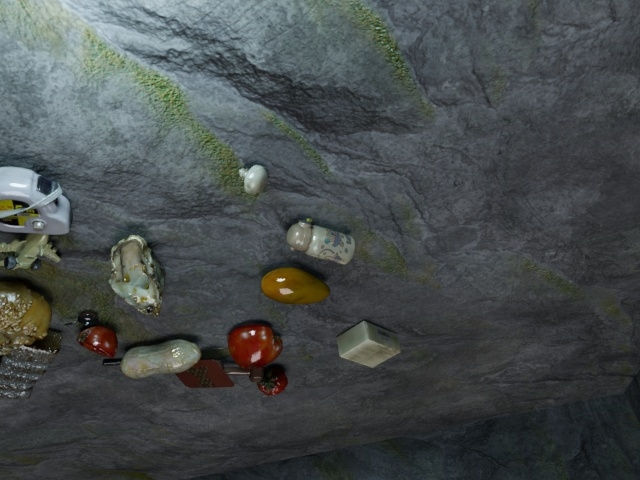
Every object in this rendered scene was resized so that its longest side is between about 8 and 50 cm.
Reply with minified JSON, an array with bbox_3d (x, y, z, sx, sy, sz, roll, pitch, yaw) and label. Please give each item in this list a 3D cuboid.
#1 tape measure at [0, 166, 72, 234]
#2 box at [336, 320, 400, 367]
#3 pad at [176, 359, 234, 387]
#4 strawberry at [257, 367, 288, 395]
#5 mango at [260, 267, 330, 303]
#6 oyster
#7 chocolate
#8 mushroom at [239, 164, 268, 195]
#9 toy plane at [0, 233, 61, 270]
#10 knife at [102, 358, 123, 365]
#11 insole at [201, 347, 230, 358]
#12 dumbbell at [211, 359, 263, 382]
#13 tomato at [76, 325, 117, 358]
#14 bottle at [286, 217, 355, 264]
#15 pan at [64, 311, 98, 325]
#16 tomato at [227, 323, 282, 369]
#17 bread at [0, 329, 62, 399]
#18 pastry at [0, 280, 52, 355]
[{"bbox_3d":[-0.755,-0.098,1.327,0.236,0.120,0.197,2,146,-21],"label":"tape measure"},{"bbox_3d":[0.199,0.431,2.193,0.168,0.095,0.212,-35,135,30],"label":"box"},{"bbox_3d":[-0.491,0.548,2.171,0.267,0.004,0.181,-9,125,28],"label":"pad"},{"bbox_3d":[-0.207,0.628,2.330,0.131,0.131,0.148,-16,134,8],"label":"strawberry"},{"bbox_3d":[-0.077,0.157,1.785,0.253,0.113,0.138,12,137,-27],"label":"mango"},{"bbox_3d":[-0.554,0.105,1.632,0.166,0.110,0.341,-18,138,2],"label":"oyster"},{"bbox_3d":[-0.614,0.454,2.027,0.309,0.134,0.134,-10,141,1],"label":"chocolate"},{"bbox_3d":[-0.183,-0.165,1.413,0.079,0.085,0.085,24,142,13],"label":"mushroom"},{"bbox_3d":[-0.820,0.031,1.480,0.244,0.092,0.229,-23,160,34],"label":"toy plane"},{"bbox_3d":[-0.748,0.497,2.141,0.245,0.019,0.072,1,141,-16],"label":"knife"},{"bbox_3d":[-0.485,0.468,2.168,0.253,0.005,0.086,-4,140,-7],"label":"insole"},{"bbox_3d":[-0.356,0.550,2.234,0.230,0.082,0.092,5,138,-18],"label":"dumbbell"},{"bbox_3d":[-0.791,0.355,1.904,0.159,0.091,0.139,-5,140,40],"label":"tomato"},{"bbox_3d":[0.000,0.000,1.627,0.209,0.097,0.110,17,102,-28],"label":"bottle"},{"bbox_3d":[-0.831,0.273,1.843,0.115,0.023,0.068,-11,142,-3],"label":"pan"},{"bbox_3d":[-0.257,0.430,2.063,0.200,0.140,0.233,-16,142,18],"label":"tomato"},{"bbox_3d":[-1.093,0.454,1.943,0.165,0.113,0.416,18,133,-33],"label":"bread"},{"bbox_3d":[-1.018,0.256,1.667,0.310,0.162,0.255,-17,132,6],"label":"pastry"}]
